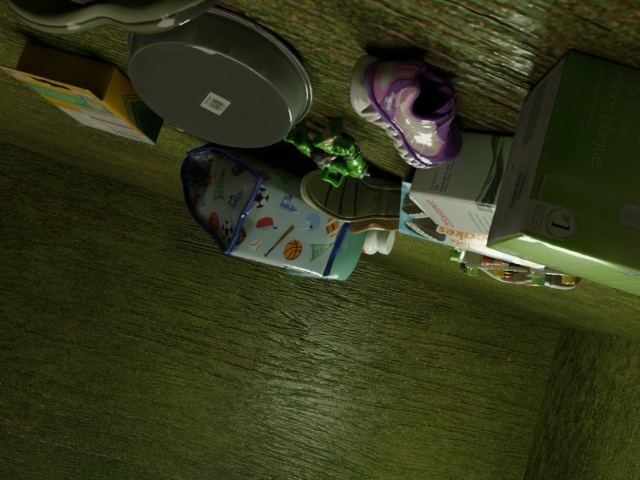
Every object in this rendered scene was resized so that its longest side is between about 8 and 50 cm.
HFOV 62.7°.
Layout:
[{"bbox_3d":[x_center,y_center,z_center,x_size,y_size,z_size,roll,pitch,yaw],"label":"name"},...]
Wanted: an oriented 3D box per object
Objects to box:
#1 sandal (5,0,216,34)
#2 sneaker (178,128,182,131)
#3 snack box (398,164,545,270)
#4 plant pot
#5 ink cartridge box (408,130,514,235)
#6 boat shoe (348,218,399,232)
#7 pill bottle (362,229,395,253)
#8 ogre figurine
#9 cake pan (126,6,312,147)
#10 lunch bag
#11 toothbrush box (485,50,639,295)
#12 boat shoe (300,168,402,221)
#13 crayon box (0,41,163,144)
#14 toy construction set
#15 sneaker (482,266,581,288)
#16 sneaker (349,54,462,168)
[{"bbox_3d":[-0.252,-0.305,0.610,0.302,0.120,0.086,12,144,26],"label":"sandal"},{"bbox_3d":[-0.252,-0.264,1.001,0.083,0.084,0.214,42,155,-29],"label":"sneaker"},{"bbox_3d":[0.326,-0.047,1.087,0.321,0.060,0.187,15,151,15],"label":"snack box"},{"bbox_3d":[0.000,0.000,1.630,0.292,0.235,0.293,7,174,1],"label":"plant pot"},{"bbox_3d":[0.317,-0.076,0.855,0.289,0.122,0.211,14,173,28],"label":"ink cartridge box"},{"bbox_3d":[0.184,-0.076,1.420,0.096,0.098,0.277,-10,-176,-37],"label":"boat shoe"},{"bbox_3d":[0.139,-0.022,1.800,0.216,0.121,0.121,15,173,22],"label":"pill bottle"},{"bbox_3d":[0.016,-0.169,1.014,0.197,0.097,0.118,-3,150,40],"label":"ogre figurine"},{"bbox_3d":[-0.159,-0.233,0.807,0.293,0.054,0.293,12,160,4],"label":"cake pan"},{"bbox_3d":[-0.154,-0.102,1.353,0.327,0.239,0.385,21,-171,-40],"label":"lunch bag"},{"bbox_3d":[0.358,-0.053,0.579,0.283,0.206,0.122,18,173,0],"label":"toothbrush box"},{"bbox_3d":[0.076,-0.103,1.195,0.302,0.113,0.103,9,-169,-33],"label":"boat shoe"},{"bbox_3d":[-0.500,-0.321,1.148,0.203,0.083,0.323,17,174,6],"label":"crayon box"},{"bbox_3d":[0.450,0.034,1.309,0.327,0.151,0.215,19,-179,6],"label":"toy construction set"},{"bbox_3d":[0.557,0.077,1.508,0.320,0.125,0.180,18,173,-1],"label":"sneaker"},{"bbox_3d":[0.144,-0.169,0.710,0.104,0.095,0.236,1,164,41],"label":"sneaker"}]
